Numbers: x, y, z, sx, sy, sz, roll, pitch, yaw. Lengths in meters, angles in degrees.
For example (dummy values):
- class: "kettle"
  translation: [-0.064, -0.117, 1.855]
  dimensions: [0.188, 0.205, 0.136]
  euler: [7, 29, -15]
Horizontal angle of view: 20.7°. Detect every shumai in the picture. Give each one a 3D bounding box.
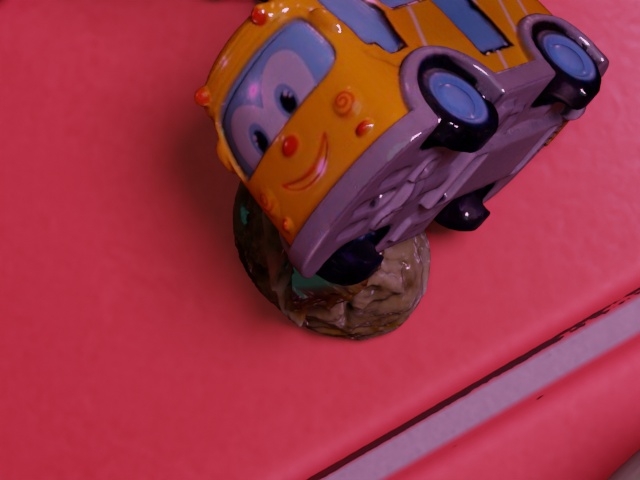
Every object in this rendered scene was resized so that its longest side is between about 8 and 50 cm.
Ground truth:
- class: "shumai"
  translation: [-0.001, 0.001, 0.958]
  dimensions: [0.123, 0.087, 0.099]
  euler: [39, 98, 8]

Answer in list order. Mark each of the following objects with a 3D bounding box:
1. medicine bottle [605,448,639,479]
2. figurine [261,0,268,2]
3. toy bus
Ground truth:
- class: "medicine bottle"
  translation: [0.128, 0.292, 0.869]
  dimensions: [0.406, 0.236, 0.236]
  euler: [-45, 85, 6]
- class: "figurine"
  translation: [-0.030, -0.148, 0.980]
  dimensions: [0.106, 0.047, 0.060]
  euler: [17, 85, 10]
- class: "toy bus"
  translation: [0.037, -0.075, 0.892]
  dimensions: [0.136, 0.209, 0.126]
  euler: [50, 128, 13]
